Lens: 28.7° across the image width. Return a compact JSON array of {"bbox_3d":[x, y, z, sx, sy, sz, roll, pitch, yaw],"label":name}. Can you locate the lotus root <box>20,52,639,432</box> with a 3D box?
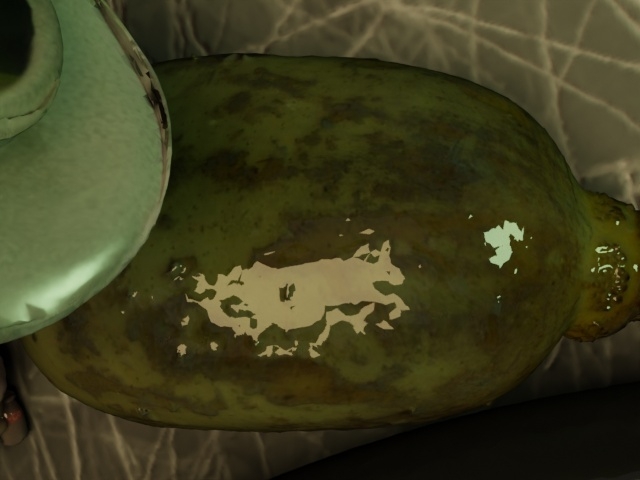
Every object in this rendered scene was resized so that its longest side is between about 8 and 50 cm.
[{"bbox_3d":[0.000,0.000,0.567,0.309,0.173,0.173,-2,100,10],"label":"lotus root"}]

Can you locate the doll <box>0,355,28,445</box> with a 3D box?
[{"bbox_3d":[-0.193,0.088,0.667,0.084,0.073,0.127,17,111,-26],"label":"doll"}]

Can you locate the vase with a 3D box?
[{"bbox_3d":[-0.258,0.018,0.517,0.445,0.250,0.250,-29,94,39],"label":"vase"}]

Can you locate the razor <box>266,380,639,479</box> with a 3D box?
[{"bbox_3d":[0.047,0.183,0.585,0.349,0.113,0.204,-22,124,11],"label":"razor"}]
